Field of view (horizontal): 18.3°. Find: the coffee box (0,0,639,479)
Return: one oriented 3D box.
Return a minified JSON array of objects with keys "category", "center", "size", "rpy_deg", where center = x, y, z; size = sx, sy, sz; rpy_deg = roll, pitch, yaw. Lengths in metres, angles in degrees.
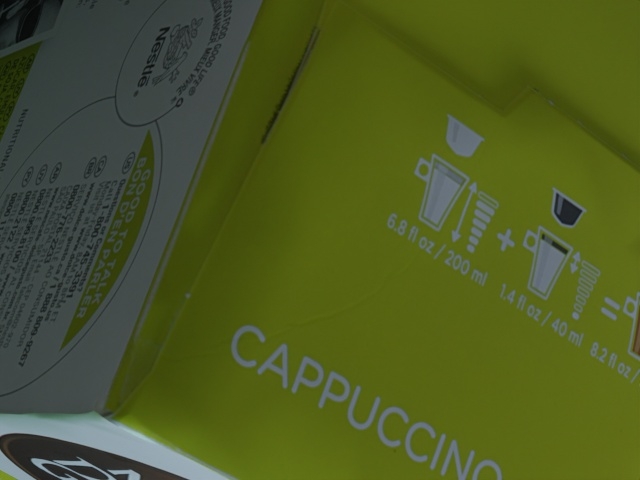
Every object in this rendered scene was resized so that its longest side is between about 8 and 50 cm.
[{"category":"coffee box","center":[0.000,0.000,0.948],"size":[0.338,0.338,0.334],"rpy_deg":[32,158,-31]}]
